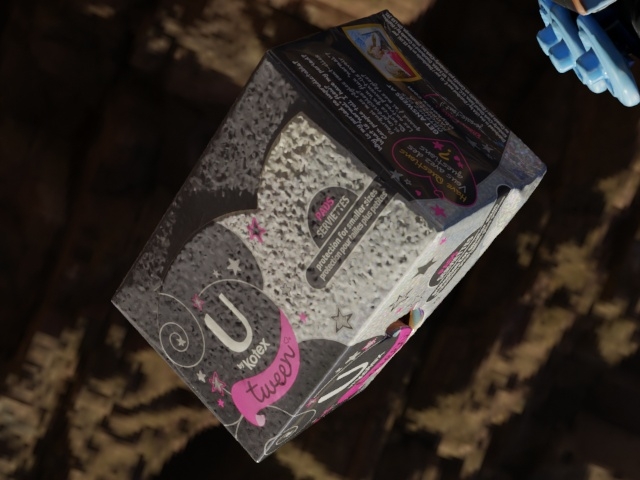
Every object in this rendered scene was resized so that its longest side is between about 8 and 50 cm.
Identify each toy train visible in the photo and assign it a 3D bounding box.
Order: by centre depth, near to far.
[{"bbox_3d":[0.116,-0.120,0.636,0.080,0.105,0.184,-29,-168,6],"label":"toy train"}]

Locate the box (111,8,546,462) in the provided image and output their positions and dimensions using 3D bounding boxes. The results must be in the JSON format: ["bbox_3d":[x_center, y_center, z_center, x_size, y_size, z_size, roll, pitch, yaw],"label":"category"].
[{"bbox_3d":[0.000,0.000,1.024,0.142,0.163,0.247,-28,160,-49],"label":"box"}]
